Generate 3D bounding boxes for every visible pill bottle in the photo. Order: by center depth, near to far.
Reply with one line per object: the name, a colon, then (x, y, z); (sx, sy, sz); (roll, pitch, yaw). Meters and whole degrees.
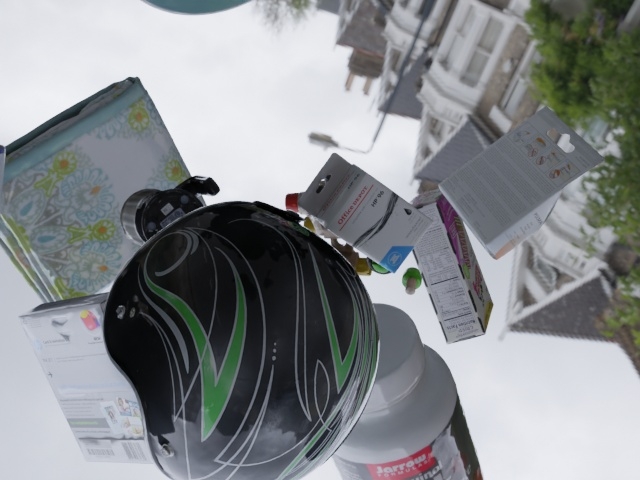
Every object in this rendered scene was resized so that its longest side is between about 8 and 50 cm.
pill bottle: (0.092, 0.232, 0.941); (0.176, 0.318, 0.176); (-15, -144, 11)

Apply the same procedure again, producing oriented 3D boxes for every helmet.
helmet: (-0.043, 0.073, 0.487); (0.170, 0.169, 0.161); (-6, -134, -39)

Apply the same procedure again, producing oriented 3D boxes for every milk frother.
milk frother: (-0.180, -0.008, 1.018); (0.129, 0.143, 0.135); (-24, -166, -22)

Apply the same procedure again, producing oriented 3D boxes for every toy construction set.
toy construction set: (0.000, 0.000, 1.404); (0.257, 0.309, 0.237); (57, -157, -17)

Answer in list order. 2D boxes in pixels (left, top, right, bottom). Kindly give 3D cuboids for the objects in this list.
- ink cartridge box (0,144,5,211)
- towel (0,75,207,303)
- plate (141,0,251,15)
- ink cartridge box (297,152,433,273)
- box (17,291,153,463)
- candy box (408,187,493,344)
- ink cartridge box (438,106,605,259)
ink cartridge box: (-0.329, 0.106, 0.524); (0.072, 0.329, 0.324); (9, -167, 1)
towel: (-0.420, -0.078, 1.407); (0.374, 0.320, 0.090); (-37, -141, -21)
plate: (-0.069, -0.242, 0.543); (0.188, 0.188, 0.024); (-8, -124, -41)
ink cartridge box: (0.031, -0.019, 0.534); (0.083, 0.048, 0.028); (33, -174, -26)
box: (-0.233, 0.150, 0.815); (0.145, 0.186, 0.038); (-11, -163, 36)
candy box: (0.216, 0.036, 1.280); (0.071, 0.233, 0.159); (-18, -172, 21)
ink cartridge box: (0.261, -0.077, 0.994); (0.045, 0.179, 0.145); (49, -170, -41)
